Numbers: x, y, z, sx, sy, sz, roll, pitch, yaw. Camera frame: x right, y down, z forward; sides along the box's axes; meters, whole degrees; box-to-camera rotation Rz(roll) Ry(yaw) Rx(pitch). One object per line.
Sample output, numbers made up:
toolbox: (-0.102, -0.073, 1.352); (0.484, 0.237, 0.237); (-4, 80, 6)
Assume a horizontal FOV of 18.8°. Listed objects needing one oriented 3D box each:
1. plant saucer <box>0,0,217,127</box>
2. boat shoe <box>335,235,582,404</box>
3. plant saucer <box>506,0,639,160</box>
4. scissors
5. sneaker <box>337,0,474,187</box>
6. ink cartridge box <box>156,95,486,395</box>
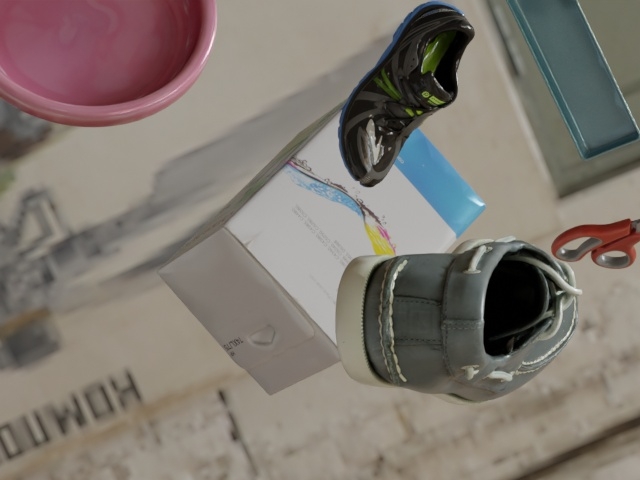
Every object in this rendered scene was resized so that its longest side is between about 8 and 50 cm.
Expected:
plant saucer: (-0.300, -0.278, 2.444); (0.332, 0.332, 0.084); (-27, 161, -24)
boat shoe: (0.121, 0.053, 1.284); (0.099, 0.116, 0.319); (-2, 177, 28)
plant saucer: (0.247, -0.175, 1.884); (0.067, 0.192, 0.018); (-22, -169, 29)
scissors: (0.381, -0.018, 2.335); (0.109, 0.021, 0.297); (17, 158, -15)
sneaker: (0.080, -0.135, 1.792); (0.188, 0.067, 0.078); (-59, -145, 2)
ink cartridge box: (0.000, 0.000, 2.143); (0.270, 0.197, 0.198); (-46, -172, -31)
